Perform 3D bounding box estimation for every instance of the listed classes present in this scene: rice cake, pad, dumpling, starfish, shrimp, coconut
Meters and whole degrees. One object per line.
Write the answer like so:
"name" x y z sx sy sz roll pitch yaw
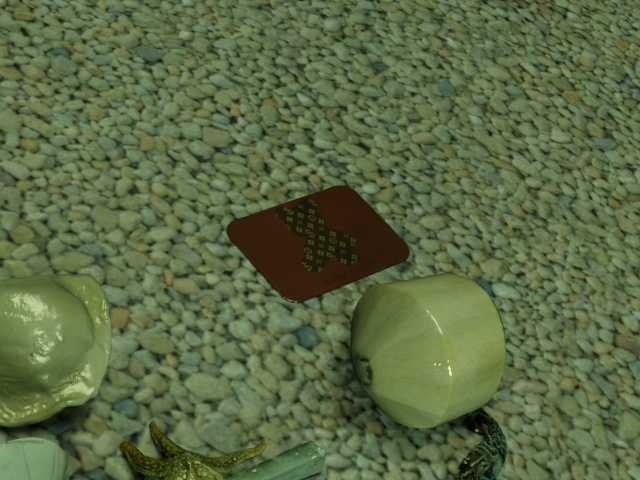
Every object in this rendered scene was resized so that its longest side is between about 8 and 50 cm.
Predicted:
"rice cake" -0.083 0.300 1.516 0.211 0.043 0.034 -18 44 -35
"pad" 0.000 0.000 1.901 0.267 0.004 0.181 -21 58 -39
"dumpling" -0.367 0.137 1.508 0.252 0.131 0.179 -13 76 -23
"starfish" -0.148 0.272 1.475 0.223 0.050 0.217 30 29 35
"shrimp" 0.221 0.285 1.645 0.076 0.082 0.174 19 34 2
"coconut" 0.134 0.147 1.663 0.222 0.202 0.202 -11 51 -37

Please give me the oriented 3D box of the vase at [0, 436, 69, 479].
"vase" -0.253 0.404 1.200 0.250 0.250 0.445 -11 48 -33
